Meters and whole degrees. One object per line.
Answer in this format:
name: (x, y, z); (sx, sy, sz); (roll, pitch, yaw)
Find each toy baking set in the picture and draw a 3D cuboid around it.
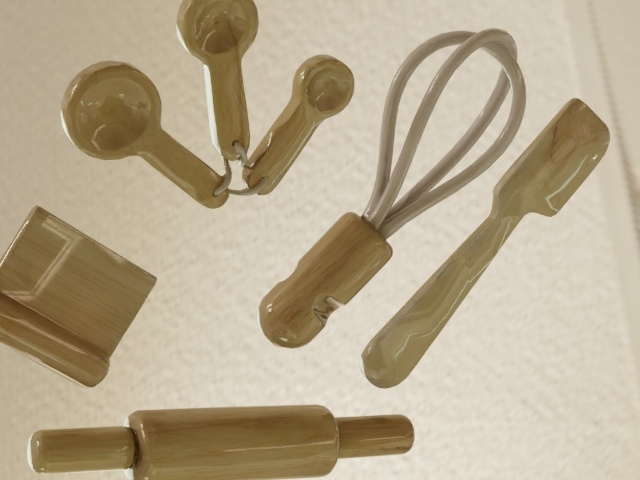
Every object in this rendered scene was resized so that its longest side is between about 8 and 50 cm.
toy baking set: (-0.003, 0.006, 0.719); (0.256, 0.197, 0.030); (5, -160, -29)
